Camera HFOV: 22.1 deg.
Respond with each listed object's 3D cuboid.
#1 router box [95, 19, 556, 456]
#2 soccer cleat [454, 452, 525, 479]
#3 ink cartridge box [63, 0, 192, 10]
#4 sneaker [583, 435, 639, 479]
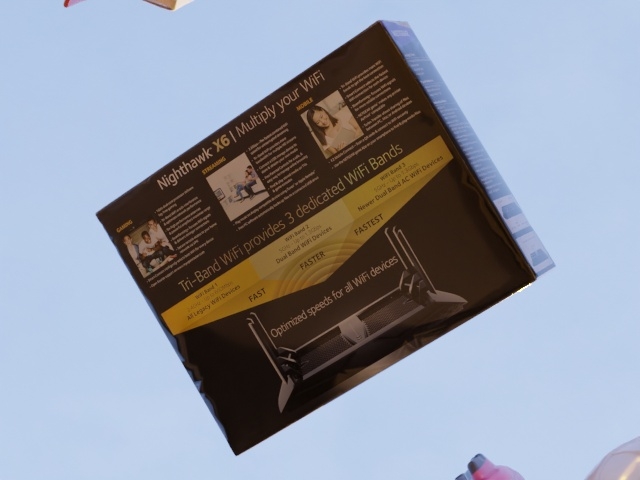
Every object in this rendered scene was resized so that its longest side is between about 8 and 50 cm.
[{"bbox_3d":[0.000,0.000,1.363,0.309,0.081,0.243,-32,-94,20],"label":"router box"},{"bbox_3d":[0.108,0.217,1.020,0.116,0.331,0.143,-38,-101,1],"label":"soccer cleat"},{"bbox_3d":[-0.099,-0.313,1.264,0.060,0.239,0.275,21,-70,5],"label":"ink cartridge box"},{"bbox_3d":[0.290,0.135,1.043,0.290,0.106,0.123,-7,-38,-34],"label":"sneaker"}]
